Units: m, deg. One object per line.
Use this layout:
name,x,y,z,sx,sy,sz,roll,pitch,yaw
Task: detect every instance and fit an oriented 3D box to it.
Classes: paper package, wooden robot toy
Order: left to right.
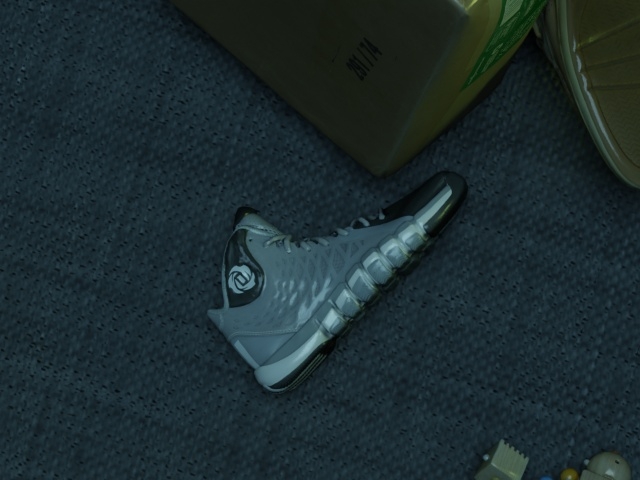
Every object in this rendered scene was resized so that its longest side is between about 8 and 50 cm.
paper package,0.018,-0.237,1.287,0.309,0.325,0.168,41,70,7
wooden robot toy,0.208,0.196,1.362,0.173,0.076,0.079,23,47,6

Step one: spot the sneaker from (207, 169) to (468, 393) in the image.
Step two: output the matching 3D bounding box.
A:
sneaker,0.000,0.000,1.382,0.132,0.086,0.228,44,86,11

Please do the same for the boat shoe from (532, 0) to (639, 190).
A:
boat shoe,0.222,-0.193,1.392,0.122,0.110,0.341,-10,76,-14
